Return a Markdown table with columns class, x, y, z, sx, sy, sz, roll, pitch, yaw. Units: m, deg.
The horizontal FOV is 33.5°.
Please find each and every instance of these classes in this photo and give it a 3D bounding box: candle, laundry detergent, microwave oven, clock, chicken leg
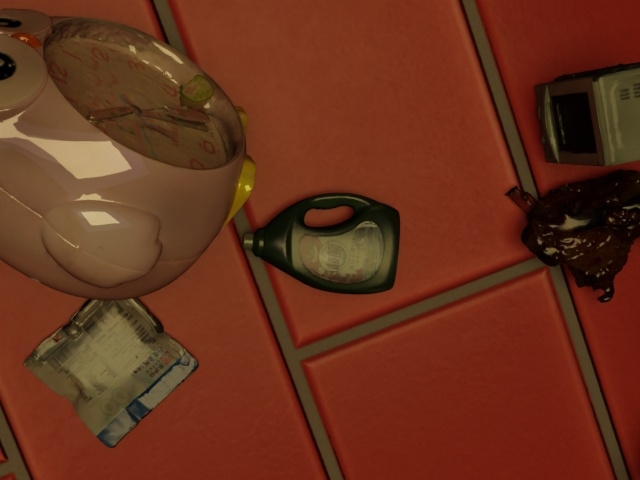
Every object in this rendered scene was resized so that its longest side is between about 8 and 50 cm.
| class | x | y | z | sx | sy | sz | roll | pitch | yaw |
| --- | --- | --- | --- | --- | --- | --- | --- | --- | --- |
| candle | 0.330 | -0.016 | 1.510 | 0.167 | 0.021 | 0.026 | 43 | 89 | -10 |
| laundry detergent | 0.000 | 0.000 | 1.444 | 0.210 | 0.063 | 0.137 | 7 | 91 | -7 |
| microwave oven | 0.392 | -0.172 | 1.408 | 0.162 | 0.208 | 0.122 | -12 | 97 | -7 |
| clock | -0.299 | -0.103 | 1.241 | 0.376 | 0.368 | 0.250 | 22 | 124 | -28 |
| chicken leg | 0.437 | -0.010 | 1.493 | 0.322 | 0.083 | 0.177 | -13 | 99 | -13 |

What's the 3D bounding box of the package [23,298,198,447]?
| class | x | y | z | sx | sy | sz | roll | pitch | yaw |
| --- | --- | --- | --- | --- | --- | --- | --- | --- | --- |
| package | -0.282 | 0.167 | 1.436 | 0.171 | 0.027 | 0.173 | -43 | 101 | -6 |
